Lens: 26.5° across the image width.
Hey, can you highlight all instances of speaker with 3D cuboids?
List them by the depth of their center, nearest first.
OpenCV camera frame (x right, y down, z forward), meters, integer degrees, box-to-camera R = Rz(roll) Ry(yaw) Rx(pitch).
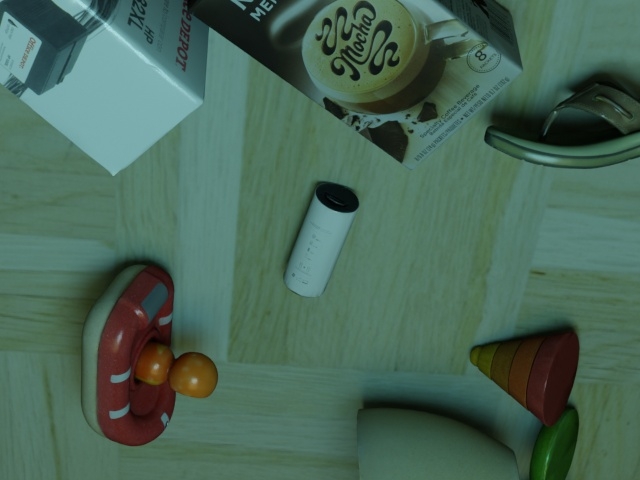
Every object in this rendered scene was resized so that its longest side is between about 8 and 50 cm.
[{"bbox_3d":[0.000,0.000,1.578,0.055,0.055,0.136,12,128,-11],"label":"speaker"}]

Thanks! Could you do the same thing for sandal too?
[{"bbox_3d":[0.325,-0.132,1.458,0.302,0.120,0.086,-7,101,2],"label":"sandal"}]

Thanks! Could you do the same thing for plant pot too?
[{"bbox_3d":[0.160,0.341,1.712,0.190,0.284,0.284,-9,129,5],"label":"plant pot"}]

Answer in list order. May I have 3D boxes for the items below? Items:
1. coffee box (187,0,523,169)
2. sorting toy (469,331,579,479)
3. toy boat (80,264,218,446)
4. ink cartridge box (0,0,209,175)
[{"bbox_3d":[0.035,-0.227,1.352,0.297,0.119,0.168,33,122,-25],"label":"coffee box"},{"bbox_3d":[0.262,0.250,1.779,0.126,0.127,0.366,15,137,25],"label":"sorting toy"},{"bbox_3d":[-0.194,0.150,1.621,0.151,0.151,0.231,19,131,13],"label":"toy boat"},{"bbox_3d":[-0.251,-0.245,1.265,0.129,0.223,0.307,-35,122,24],"label":"ink cartridge box"}]
